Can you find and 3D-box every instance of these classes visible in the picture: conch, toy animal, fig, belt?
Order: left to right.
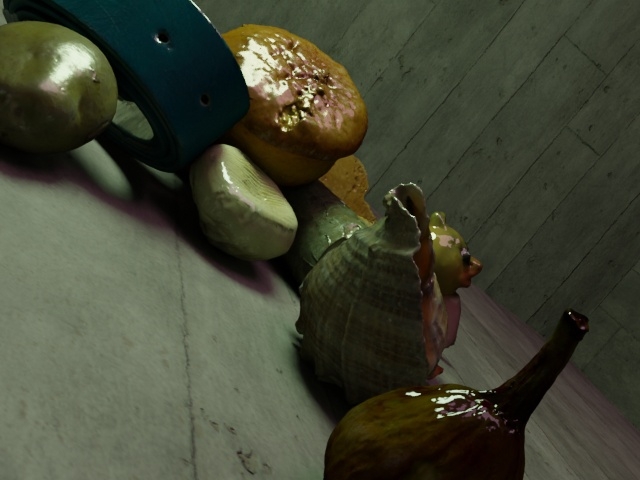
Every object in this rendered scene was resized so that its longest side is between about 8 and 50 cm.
[{"bbox_3d":[-0.303,-0.276,1.326,0.436,0.173,0.300,37,-24,34],"label":"belt"},{"bbox_3d":[0.064,0.099,1.140,0.297,0.210,0.352,-99,173,-48],"label":"conch"},{"bbox_3d":[0.186,0.086,1.553,0.169,0.281,0.195,18,10,-1],"label":"toy animal"},{"bbox_3d":[0.109,0.175,0.786,0.191,0.290,0.190,16,27,-8],"label":"fig"}]

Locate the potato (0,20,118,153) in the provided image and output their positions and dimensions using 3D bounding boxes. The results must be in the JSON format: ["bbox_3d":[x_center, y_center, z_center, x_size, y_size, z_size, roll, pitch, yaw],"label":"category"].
[{"bbox_3d":[-0.352,-0.189,1.086,0.178,0.160,0.235,1,28,1],"label":"potato"}]

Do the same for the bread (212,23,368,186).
[{"bbox_3d":[-0.070,-0.232,1.509,0.312,0.172,0.312,20,44,-21],"label":"bread"}]

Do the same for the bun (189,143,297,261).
[{"bbox_3d":[-0.135,-0.046,1.355,0.222,0.127,0.222,42,18,-17],"label":"bun"}]

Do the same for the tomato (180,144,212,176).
[{"bbox_3d":[-0.198,-0.186,1.633,0.187,0.187,0.151,9,63,-73],"label":"tomato"}]

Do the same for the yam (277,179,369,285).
[{"bbox_3d":[0.000,0.000,1.527,0.161,0.161,0.268,32,10,-40],"label":"yam"}]

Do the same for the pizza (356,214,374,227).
[{"bbox_3d":[0.156,0.093,1.776,0.365,0.074,0.182,53,30,-8],"label":"pizza"}]

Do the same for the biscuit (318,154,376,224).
[{"bbox_3d":[-0.006,-0.094,1.761,0.051,0.269,0.376,-2,-28,43],"label":"biscuit"}]
